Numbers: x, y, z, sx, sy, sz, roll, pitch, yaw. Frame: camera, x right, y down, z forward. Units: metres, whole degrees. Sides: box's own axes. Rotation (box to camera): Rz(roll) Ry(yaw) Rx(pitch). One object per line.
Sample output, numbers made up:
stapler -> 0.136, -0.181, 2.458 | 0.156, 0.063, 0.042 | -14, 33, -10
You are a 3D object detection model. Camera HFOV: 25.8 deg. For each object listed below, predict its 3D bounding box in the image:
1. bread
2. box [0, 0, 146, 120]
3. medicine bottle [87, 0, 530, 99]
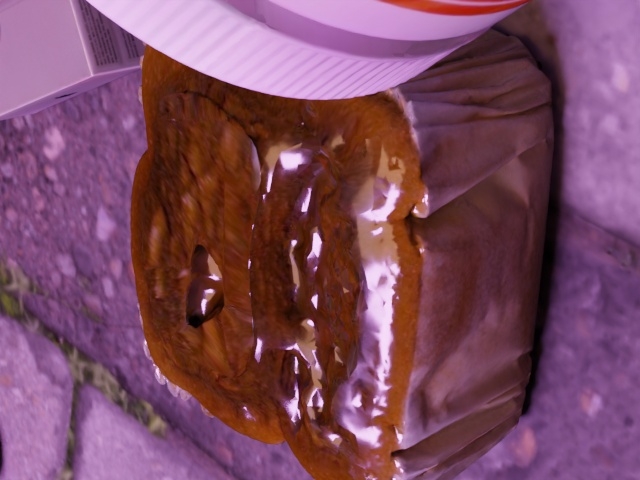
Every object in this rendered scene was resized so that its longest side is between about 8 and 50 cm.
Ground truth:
bread -> -0.001, -0.001, 0.635 | 0.192, 0.109, 0.210 | 26, 120, 39
box -> -0.164, -0.145, 0.795 | 0.129, 0.051, 0.130 | -12, 94, 46
medicine bottle -> 0.034, -0.203, 0.429 | 0.241, 0.252, 0.252 | -31, 80, 45
